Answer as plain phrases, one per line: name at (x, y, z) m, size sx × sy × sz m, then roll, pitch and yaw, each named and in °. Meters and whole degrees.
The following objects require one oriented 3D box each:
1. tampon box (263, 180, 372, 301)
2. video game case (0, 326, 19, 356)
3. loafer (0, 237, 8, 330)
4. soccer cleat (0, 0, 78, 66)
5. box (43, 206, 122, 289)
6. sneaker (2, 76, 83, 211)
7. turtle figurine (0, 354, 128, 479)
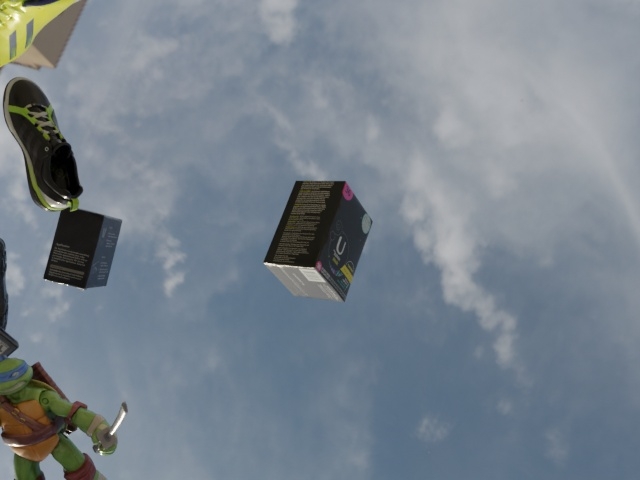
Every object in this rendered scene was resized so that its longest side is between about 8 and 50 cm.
tampon box at (0.000, 0.000, 1.086) m, size 0.101 × 0.120 × 0.161 m, roll 4°, pitch -119°, yaw 32°
video game case at (-0.637, 0.191, 1.002) m, size 0.274 × 0.196 × 0.026 m, roll -42°, pitch -151°, yaw -8°
loafer at (-0.635, 0.099, 1.253) m, size 0.078 × 0.076 × 0.223 m, roll 0°, pitch -73°, yaw -17°
soccer cleat at (-0.378, -0.308, 0.840) m, size 0.289 × 0.121 × 0.093 m, roll -28°, pitch -71°, yaw 18°
box at (-0.501, 0.016, 1.413) m, size 0.093 × 0.156 × 0.158 m, roll 14°, pitch -93°, yaw -2°
sneaker at (-0.442, -0.161, 1.094) m, size 0.097 × 0.084 × 0.235 m, roll -13°, pitch -83°, yaw 37°
turtle figurine at (-0.379, 0.308, 0.891) m, size 0.274 × 0.266 × 0.197 m, roll 19°, pitch -139°, yaw 38°
